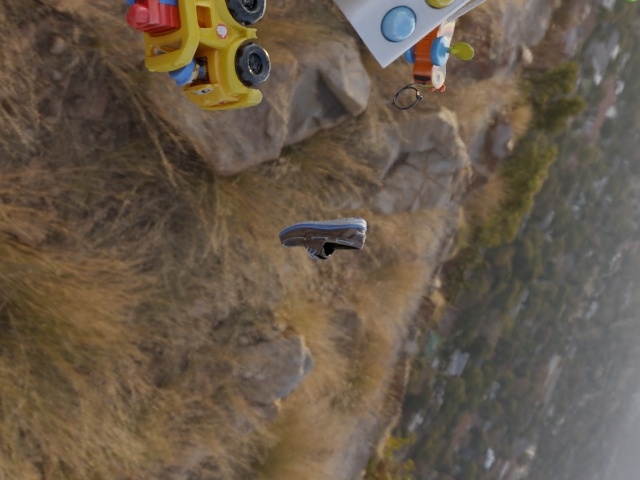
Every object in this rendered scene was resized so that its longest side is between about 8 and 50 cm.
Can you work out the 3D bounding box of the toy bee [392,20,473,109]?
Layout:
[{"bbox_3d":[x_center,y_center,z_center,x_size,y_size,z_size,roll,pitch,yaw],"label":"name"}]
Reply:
[{"bbox_3d":[0.265,-0.446,1.930,0.298,0.195,0.162,-54,149,4],"label":"toy bee"}]

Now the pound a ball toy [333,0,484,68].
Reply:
[{"bbox_3d":[0.205,-0.390,1.199,0.319,0.136,0.208,-36,133,10],"label":"pound a ball toy"}]

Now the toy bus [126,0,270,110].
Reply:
[{"bbox_3d":[-0.193,-0.301,1.132,0.211,0.149,0.220,-14,101,-50],"label":"toy bus"}]

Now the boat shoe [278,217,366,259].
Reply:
[{"bbox_3d":[0.000,0.000,1.501,0.066,0.183,0.066,32,54,-55],"label":"boat shoe"}]
